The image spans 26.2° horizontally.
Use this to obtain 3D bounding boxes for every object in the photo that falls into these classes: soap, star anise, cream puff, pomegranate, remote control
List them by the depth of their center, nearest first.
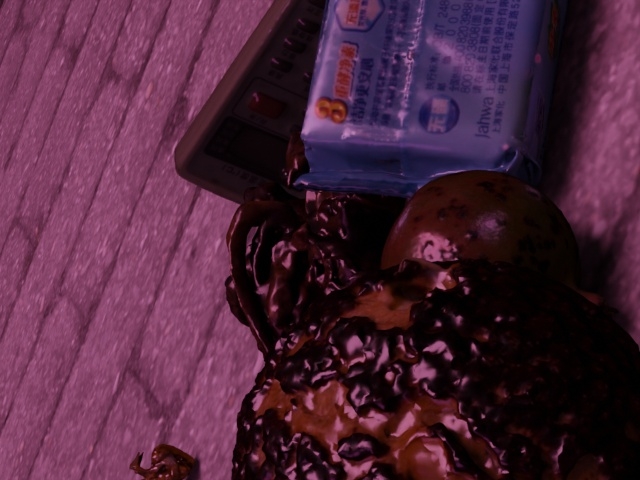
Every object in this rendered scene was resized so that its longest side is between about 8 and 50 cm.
[{"bbox_3d":[0.057,0.129,0.660,0.239,0.165,0.239,22,122,40],"label":"cream puff"},{"bbox_3d":[0.097,0.018,0.777,0.130,0.130,0.130,-42,38,44],"label":"pomegranate"},{"bbox_3d":[0.082,-0.154,0.889,0.156,0.077,0.293,7,75,18],"label":"soap"},{"bbox_3d":[0.000,0.000,0.974,0.190,0.126,0.220,-51,30,11],"label":"star anise"},{"bbox_3d":[0.000,-0.134,1.071,0.285,0.123,0.038,-49,32,33],"label":"remote control"}]

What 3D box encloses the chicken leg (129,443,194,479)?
[{"bbox_3d":[-0.179,0.264,1.199,0.207,0.085,0.101,-58,16,6],"label":"chicken leg"}]
